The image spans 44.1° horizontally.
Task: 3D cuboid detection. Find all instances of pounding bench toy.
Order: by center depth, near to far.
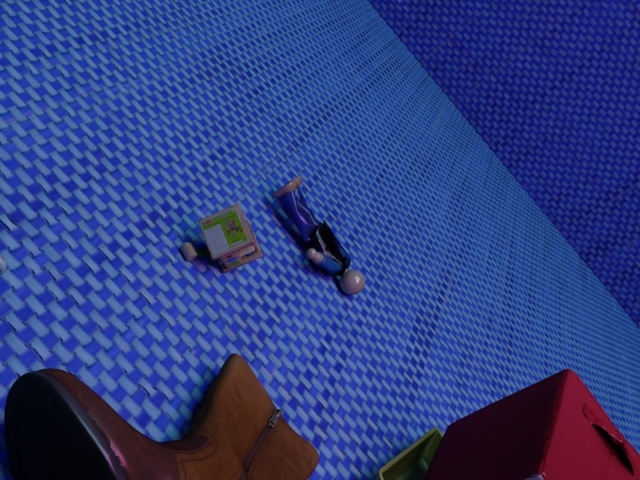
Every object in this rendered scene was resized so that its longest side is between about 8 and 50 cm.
[{"bbox_3d":[-0.119,0.006,0.937,0.065,0.083,0.052,72,-6,-69],"label":"pounding bench toy"}]

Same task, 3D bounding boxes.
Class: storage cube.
[{"bbox_3d":[0.236,0.294,0.867,0.183,0.215,0.193,51,33,-3],"label":"storage cube"}]

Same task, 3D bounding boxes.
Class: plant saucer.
[{"bbox_3d":[0.140,0.337,0.941,0.188,0.045,0.188,58,27,13],"label":"plant saucer"}]

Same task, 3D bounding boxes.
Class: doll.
[{"bbox_3d":[0.000,0.000,1.136,0.189,0.046,0.129,56,16,-6],"label":"doll"}]

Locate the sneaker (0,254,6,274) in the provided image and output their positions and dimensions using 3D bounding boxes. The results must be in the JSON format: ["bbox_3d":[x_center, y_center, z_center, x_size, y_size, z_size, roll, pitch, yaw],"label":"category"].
[{"bbox_3d":[-0.304,-0.016,0.675,0.098,0.038,0.069,40,29,-24],"label":"sneaker"}]

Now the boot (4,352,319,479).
[{"bbox_3d":[-0.112,0.168,0.692,0.264,0.096,0.280,49,25,-5],"label":"boot"}]
